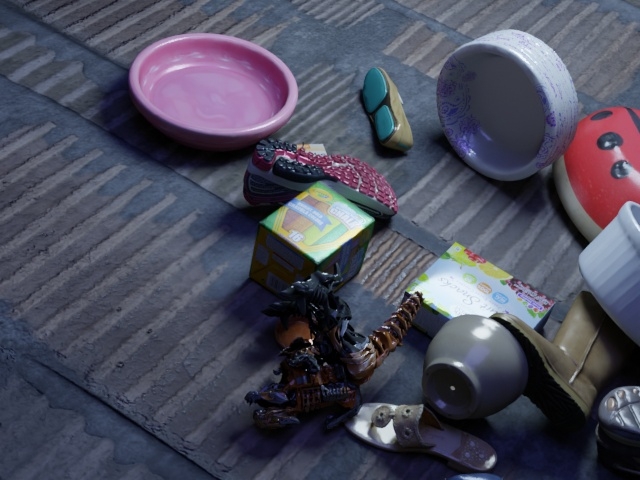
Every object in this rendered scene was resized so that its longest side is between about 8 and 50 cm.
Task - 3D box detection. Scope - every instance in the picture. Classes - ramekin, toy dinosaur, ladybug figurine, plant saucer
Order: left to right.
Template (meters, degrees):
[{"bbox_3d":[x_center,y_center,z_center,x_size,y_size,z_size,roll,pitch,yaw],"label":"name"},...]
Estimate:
[{"bbox_3d":[-0.213,-0.285,2.161,0.332,0.084,0.332,7,43,-7],"label":"plant saucer"},{"bbox_3d":[-0.034,0.156,1.792,0.084,0.013,0.083,6,43,-6],"label":"plant saucer"},{"bbox_3d":[0.017,0.166,1.703,0.322,0.164,0.218,-25,81,-42],"label":"toy dinosaur"},{"bbox_3d":[0.620,-0.112,2.121,0.305,0.161,0.449,-5,46,-18],"label":"ladybug figurine"},{"bbox_3d":[0.567,0.078,1.853,0.277,0.135,0.277,37,24,-19],"label":"ramekin"}]

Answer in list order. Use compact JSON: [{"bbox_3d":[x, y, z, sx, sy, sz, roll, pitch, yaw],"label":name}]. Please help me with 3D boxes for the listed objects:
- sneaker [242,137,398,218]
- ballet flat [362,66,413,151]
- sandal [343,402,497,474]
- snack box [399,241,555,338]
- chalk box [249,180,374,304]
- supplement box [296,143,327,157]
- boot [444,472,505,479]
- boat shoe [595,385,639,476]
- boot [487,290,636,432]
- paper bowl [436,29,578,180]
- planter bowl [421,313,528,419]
[{"bbox_3d":[0.003,-0.096,2.002,0.299,0.112,0.120,15,33,-19],"label":"sneaker"},{"bbox_3d":[0.140,-0.263,2.246,0.073,0.080,0.232,24,38,-31],"label":"ballet flat"},{"bbox_3d":[0.158,0.279,1.659,0.240,0.079,0.088,19,44,7],"label":"sandal"},{"bbox_3d":[0.265,0.117,1.863,0.207,0.070,0.174,32,46,21],"label":"snack box"},{"bbox_3d":[0.000,0.000,1.876,0.132,0.132,0.213,33,47,20],"label":"chalk box"},{"bbox_3d":[-0.015,-0.140,2.090,0.062,0.036,0.098,-3,45,-17],"label":"supplement box"},{"bbox_3d":[0.284,0.376,1.588,0.219,0.082,0.106,-6,49,-17],"label":"boot"},{"bbox_3d":[0.597,0.324,1.686,0.356,0.130,0.132,14,39,9],"label":"boat shoe"},{"bbox_3d":[0.392,0.158,1.787,0.236,0.089,0.269,52,42,-3],"label":"boot"},{"bbox_3d":[0.377,-0.270,2.139,0.148,0.284,0.284,-27,56,-36],"label":"paper bowl"},{"bbox_3d":[0.222,0.208,1.678,0.162,0.162,0.109,33,37,20],"label":"planter bowl"}]
